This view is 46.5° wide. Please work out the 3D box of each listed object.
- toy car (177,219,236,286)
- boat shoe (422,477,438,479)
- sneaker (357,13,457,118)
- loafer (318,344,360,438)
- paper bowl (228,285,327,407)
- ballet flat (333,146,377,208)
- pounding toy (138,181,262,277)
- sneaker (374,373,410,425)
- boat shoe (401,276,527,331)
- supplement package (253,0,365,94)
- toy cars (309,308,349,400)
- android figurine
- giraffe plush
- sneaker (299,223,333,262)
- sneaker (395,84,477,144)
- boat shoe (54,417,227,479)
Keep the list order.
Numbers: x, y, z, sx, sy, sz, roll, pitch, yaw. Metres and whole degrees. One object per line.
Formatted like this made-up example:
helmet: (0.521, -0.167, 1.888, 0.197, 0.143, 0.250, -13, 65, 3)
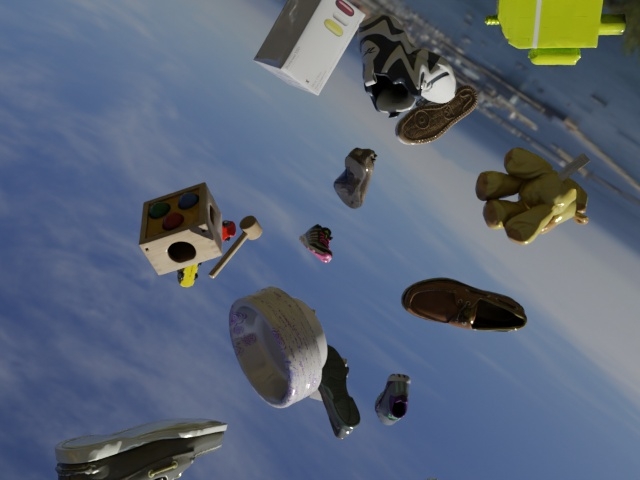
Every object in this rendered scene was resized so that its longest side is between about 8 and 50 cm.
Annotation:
toy car: (-0.368, -0.011, 2.109, 0.053, 0.239, 0.225, 27, 162, 39)
boat shoe: (0.254, 0.631, 1.873, 0.049, 0.137, 0.043, -25, -95, -46)
sneaker: (0.146, -0.253, 1.247, 0.094, 0.153, 0.235, -10, 152, 35)
loafer: (0.028, 0.405, 2.002, 0.096, 0.084, 0.267, 7, -138, -26)
paper bowl: (-0.093, 0.250, 1.819, 0.148, 0.284, 0.284, -22, -131, -32)
ballet flat: (0.078, -0.135, 1.581, 0.084, 0.058, 0.250, 43, 163, 10)
pounding toy: (-0.216, -0.021, 1.343, 0.181, 0.206, 0.094, -100, -10, -49)
sneaker: (0.196, 0.463, 2.042, 0.083, 0.224, 0.098, 4, -135, -2)
boat shoe: (0.355, 0.161, 1.825, 0.307, 0.111, 0.104, 5, -168, -7)
supplement package: (-0.036, -0.573, 2.107, 0.145, 0.262, 0.204, 28, -175, -33)
toy cars: (-0.021, 0.329, 2.246, 0.394, 0.176, 0.087, 59, -156, -28)
android figurine: (0.465, -0.469, 1.477, 0.273, 0.248, 0.056, 0, -152, 9)
giraffe plush: (0.419, -0.077, 1.413, 0.170, 0.210, 0.181, 27, -136, -61)
sneaker: (0.000, 0.000, 1.907, 0.063, 0.075, 0.170, 42, 180, -23)
sneaker: (0.282, -0.329, 2.022, 0.153, 0.282, 0.099, -1, 117, 60)
boat shoe: (-0.264, 0.332, 1.141, 0.109, 0.091, 0.305, -6, 175, 38)
